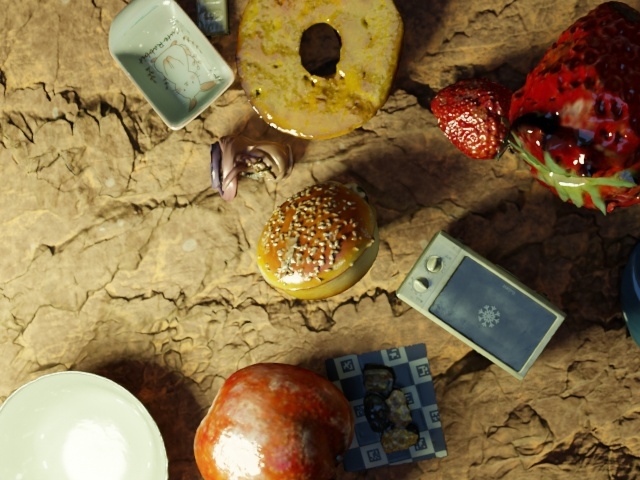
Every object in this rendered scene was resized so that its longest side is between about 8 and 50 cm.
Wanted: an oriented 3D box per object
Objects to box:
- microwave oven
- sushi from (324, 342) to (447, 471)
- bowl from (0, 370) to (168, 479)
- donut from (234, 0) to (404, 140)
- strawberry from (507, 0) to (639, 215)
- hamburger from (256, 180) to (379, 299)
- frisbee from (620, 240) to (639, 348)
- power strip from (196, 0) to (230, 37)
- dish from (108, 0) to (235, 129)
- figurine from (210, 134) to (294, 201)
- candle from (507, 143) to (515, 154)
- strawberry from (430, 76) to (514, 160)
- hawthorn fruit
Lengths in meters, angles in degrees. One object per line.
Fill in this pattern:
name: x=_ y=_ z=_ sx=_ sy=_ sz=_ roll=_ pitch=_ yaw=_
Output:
microwave oven: x=0.262 y=0.101 z=1.534 sx=0.240 sy=0.194 sz=0.145 roll=34 pitch=94 yaw=4
sushi: x=0.112 y=0.306 z=1.643 sx=0.192 sy=0.050 sz=0.215 roll=-11 pitch=93 yaw=9
bowl: x=-0.418 y=0.386 z=1.675 sx=0.337 sy=0.157 sz=0.337 roll=1 pitch=95 yaw=7
donut: x=0.003 y=-0.321 z=1.575 sx=0.302 sy=0.110 sz=0.303 roll=0 pitch=94 yaw=6
strawberry: x=0.452 y=-0.203 z=1.425 sx=0.292 sy=0.292 sz=0.310 roll=44 pitch=89 yaw=2
hamburger: x=-0.004 y=0.001 z=1.551 sx=0.236 sy=0.237 sz=0.147 roll=-22 pitch=121 yaw=10
frisbee: x=0.653 y=0.092 z=1.543 sx=0.289 sy=0.049 sz=0.290 roll=1 pitch=95 yaw=9
power strip: x=-0.191 y=-0.422 z=1.631 sx=0.056 sy=0.032 sz=0.123 roll=-1 pitch=96 yaw=10
dish: x=-0.267 y=-0.327 z=1.635 sx=0.154 sy=0.064 sz=0.234 roll=-39 pitch=90 yaw=10
figurine: x=-0.128 y=-0.137 z=1.609 sx=0.157 sy=0.126 sz=0.114 roll=-14 pitch=136 yaw=11
candle: x=0.386 y=-0.140 z=1.574 sx=0.167 sy=0.026 sz=0.021 roll=19 pitch=93 yaw=6
strawberry: x=0.263 y=-0.211 z=1.539 sx=0.148 sy=0.131 sz=0.131 roll=37 pitch=99 yaw=-4
hawthorn fruit: x=-0.072 y=0.349 z=1.580 sx=0.284 sy=0.284 sz=0.285 roll=1 pitch=95 yaw=8
